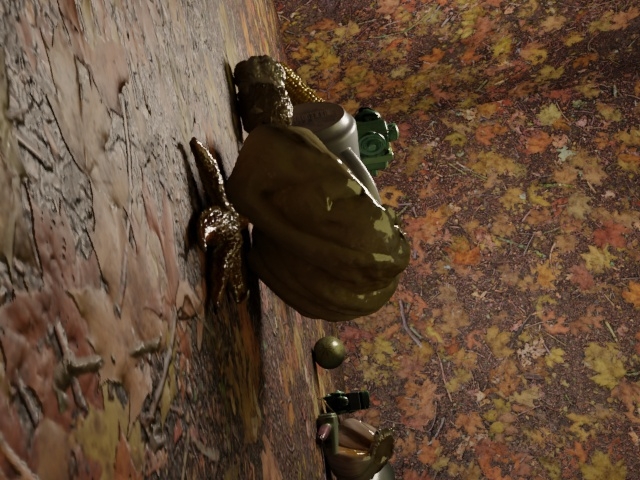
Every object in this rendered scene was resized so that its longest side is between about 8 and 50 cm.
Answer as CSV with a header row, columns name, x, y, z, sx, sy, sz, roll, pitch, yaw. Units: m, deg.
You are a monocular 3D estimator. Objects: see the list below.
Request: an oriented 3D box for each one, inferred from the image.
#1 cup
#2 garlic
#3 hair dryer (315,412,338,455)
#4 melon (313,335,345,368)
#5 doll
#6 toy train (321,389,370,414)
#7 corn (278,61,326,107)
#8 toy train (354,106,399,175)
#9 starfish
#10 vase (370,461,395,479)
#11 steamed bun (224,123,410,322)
name,x,y,z,sx,sy,sz,roll,pitch,yaw
cup,0.022,-0.168,1.894,0.323,0.237,0.326,24,-44,40
garlic,0.100,0.529,1.958,0.207,0.207,0.256,51,21,-85
hair dryer,0.009,0.493,1.813,0.154,0.054,0.106,30,53,-73
melon,0.026,0.332,2.138,0.130,0.098,0.098,84,-3,-70
doll,-0.107,-0.262,1.415,0.115,0.105,0.221,126,-48,-58
toy train,0.069,0.474,2.091,0.170,0.111,0.071,128,-41,-66
corn,-0.044,-0.378,2.027,0.313,0.102,0.102,45,-1,6
toy train,0.056,-0.260,2.175,0.237,0.369,0.150,82,1,-46
starfish,-0.121,-0.014,0.888,0.227,0.043,0.240,-97,173,-65
vase,0.131,0.782,2.082,0.321,0.173,0.173,-79,160,-66
steamed bun,-0.012,-0.013,1.198,0.325,0.230,0.372,48,0,16
